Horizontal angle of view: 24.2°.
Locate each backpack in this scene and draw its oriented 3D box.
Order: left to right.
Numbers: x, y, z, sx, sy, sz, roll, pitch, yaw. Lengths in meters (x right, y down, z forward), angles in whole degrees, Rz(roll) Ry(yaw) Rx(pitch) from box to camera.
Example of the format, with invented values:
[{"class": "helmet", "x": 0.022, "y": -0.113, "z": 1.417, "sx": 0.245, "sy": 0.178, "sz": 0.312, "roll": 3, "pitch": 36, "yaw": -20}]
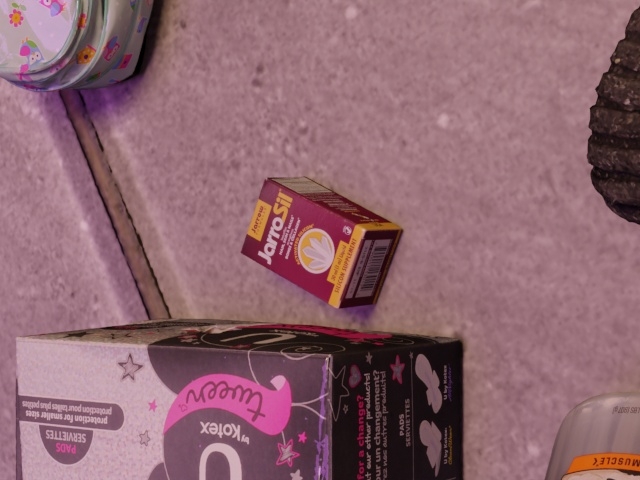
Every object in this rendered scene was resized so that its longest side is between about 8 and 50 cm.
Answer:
[{"class": "backpack", "x": -0.178, "y": -0.191, "z": 1.003, "sx": 0.152, "sy": 0.115, "sz": 0.182, "roll": 7, "pitch": 98, "yaw": 33}]

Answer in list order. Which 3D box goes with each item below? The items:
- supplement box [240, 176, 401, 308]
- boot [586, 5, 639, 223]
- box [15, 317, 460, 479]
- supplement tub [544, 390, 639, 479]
[{"class": "supplement box", "x": 0.000, "y": 0.000, "z": 0.923, "sx": 0.083, "sy": 0.043, "sz": 0.055, "roll": 28, "pitch": 108, "yaw": 32}, {"class": "boot", "x": 0.298, "y": -0.113, "z": 0.659, "sx": 0.348, "sy": 0.131, "sz": 0.260, "roll": -43, "pitch": 30, "yaw": -4}, {"class": "box", "x": -0.055, "y": 0.133, "z": 0.904, "sx": 0.247, "sy": 0.142, "sz": 0.163, "roll": 0, "pitch": 91, "yaw": 35}, {"class": "supplement tub", "x": 0.152, "y": 0.178, "z": 0.722, "sx": 0.117, "sy": 0.117, "sz": 0.190, "roll": -7, "pitch": 47, "yaw": 35}]
